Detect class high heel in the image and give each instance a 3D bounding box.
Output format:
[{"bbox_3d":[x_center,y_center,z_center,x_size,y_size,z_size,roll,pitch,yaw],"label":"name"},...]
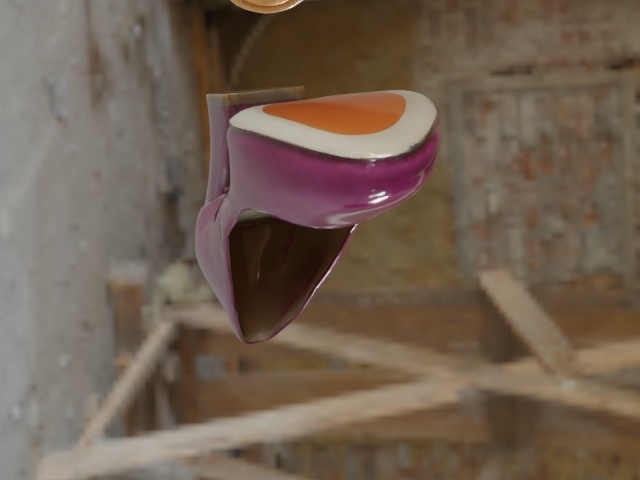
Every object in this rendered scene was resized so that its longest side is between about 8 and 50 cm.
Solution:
[{"bbox_3d":[0.000,0.000,1.175,0.377,0.127,0.181,-147,-129,-78],"label":"high heel"}]

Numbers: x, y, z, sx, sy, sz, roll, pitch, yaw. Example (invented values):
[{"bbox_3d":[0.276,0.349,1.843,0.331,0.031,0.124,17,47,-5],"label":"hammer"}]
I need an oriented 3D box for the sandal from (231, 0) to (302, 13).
[{"bbox_3d":[0.006,-0.217,1.256,0.265,0.102,0.076,124,-27,-49],"label":"sandal"}]
